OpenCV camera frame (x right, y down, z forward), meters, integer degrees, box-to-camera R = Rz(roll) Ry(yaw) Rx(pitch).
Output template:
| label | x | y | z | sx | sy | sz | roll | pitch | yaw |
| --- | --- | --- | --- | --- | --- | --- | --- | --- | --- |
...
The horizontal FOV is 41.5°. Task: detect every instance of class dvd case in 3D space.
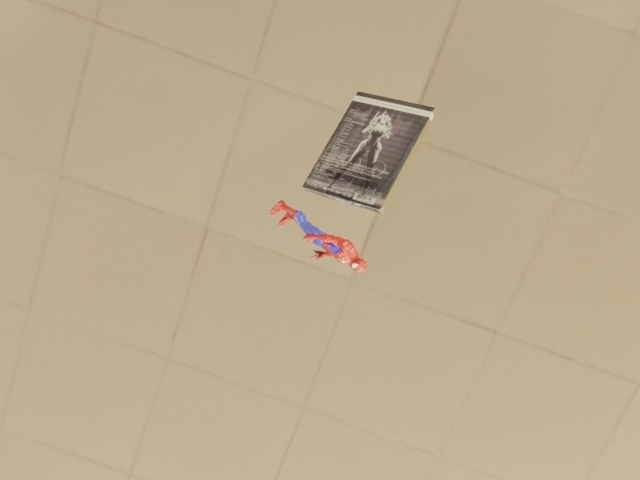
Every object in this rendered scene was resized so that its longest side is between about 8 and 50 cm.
| label | x | y | z | sx | sy | sz | roll | pitch | yaw |
| --- | --- | --- | --- | --- | --- | --- | --- | --- | --- |
| dvd case | 0.086 | -0.161 | 1.496 | 0.164 | 0.018 | 0.221 | 18 | 70 | 31 |

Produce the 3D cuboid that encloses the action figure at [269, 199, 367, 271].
| label | x | y | z | sx | sy | sz | roll | pitch | yaw |
| --- | --- | --- | --- | --- | --- | --- | --- | --- | --- |
| action figure | 0.000 | 0.000 | 0.811 | 0.115 | 0.038 | 0.030 | 29 | 71 | 33 |
